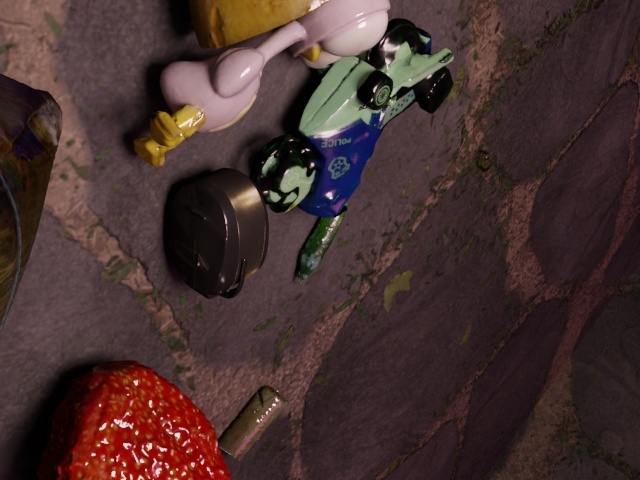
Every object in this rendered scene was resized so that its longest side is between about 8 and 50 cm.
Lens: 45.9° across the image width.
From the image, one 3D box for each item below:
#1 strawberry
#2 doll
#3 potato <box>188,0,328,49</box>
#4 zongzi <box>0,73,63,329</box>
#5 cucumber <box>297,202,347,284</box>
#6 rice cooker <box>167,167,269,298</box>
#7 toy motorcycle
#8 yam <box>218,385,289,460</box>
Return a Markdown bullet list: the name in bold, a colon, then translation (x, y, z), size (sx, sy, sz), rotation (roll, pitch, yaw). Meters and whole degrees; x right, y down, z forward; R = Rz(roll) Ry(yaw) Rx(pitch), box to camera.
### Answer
- **strawberry**: translation (-0.231, 0.284, 0.939), size (0.238, 0.250, 0.288), rotation (-17, 102, -36)
- **doll**: translation (-0.052, -0.210, 0.861), size (0.365, 0.160, 0.094), rotation (-34, 97, -25)
- **potato**: translation (-0.063, -0.306, 0.768), size (0.158, 0.203, 0.178), rotation (61, 25, -26)
- **zongzi**: translation (-0.328, 0.079, 0.484), size (0.208, 0.432, 0.403), rotation (21, 100, -18)
- **cucumber**: translation (0.000, 0.000, 1.166), size (0.037, 0.037, 0.155), rotation (22, 97, -54)
- **rice cooker**: translation (-0.125, -0.009, 0.943), size (0.106, 0.112, 0.165), rotation (-37, 145, -37)
- **toy motorcycle**: translation (0.039, -0.153, 1.031), size (0.331, 0.125, 0.196), rotation (-48, 151, -10)
- **yam**: translation (-0.111, 0.299, 1.240), size (0.132, 0.054, 0.054), rotation (-49, 144, -12)
